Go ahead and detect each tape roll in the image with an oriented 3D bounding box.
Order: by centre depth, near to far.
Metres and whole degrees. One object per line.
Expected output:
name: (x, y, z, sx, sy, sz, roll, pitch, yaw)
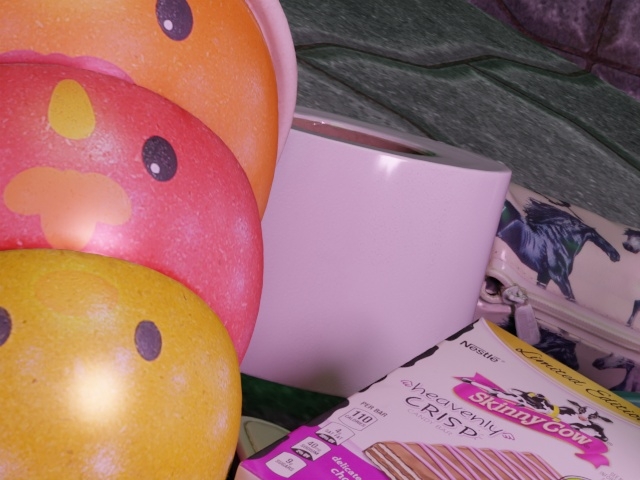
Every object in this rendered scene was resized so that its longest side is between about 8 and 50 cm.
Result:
tape roll: (0.000, 0.000, 1.167, 0.246, 0.169, 0.246, 14, 8, -2)

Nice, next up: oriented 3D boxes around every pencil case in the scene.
pencil case: (0.285, 0.076, 1.421, 0.410, 0.160, 0.183, 21, 29, -11)

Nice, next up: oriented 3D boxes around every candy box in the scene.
candy box: (0.080, 0.137, 0.845, 0.159, 0.071, 0.233, 30, 31, 25)

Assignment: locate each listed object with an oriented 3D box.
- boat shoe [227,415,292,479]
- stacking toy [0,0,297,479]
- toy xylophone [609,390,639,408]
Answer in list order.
boat shoe: (0.010, 0.194, 0.886, 0.095, 0.079, 0.254, 9, 27, -44)
stacking toy: (-0.140, 0.064, 0.810, 0.350, 0.350, 0.480, 14, 39, -30)
toy xylophone: (0.347, 0.145, 1.227, 0.323, 0.081, 0.236, 0, -2, -14)
